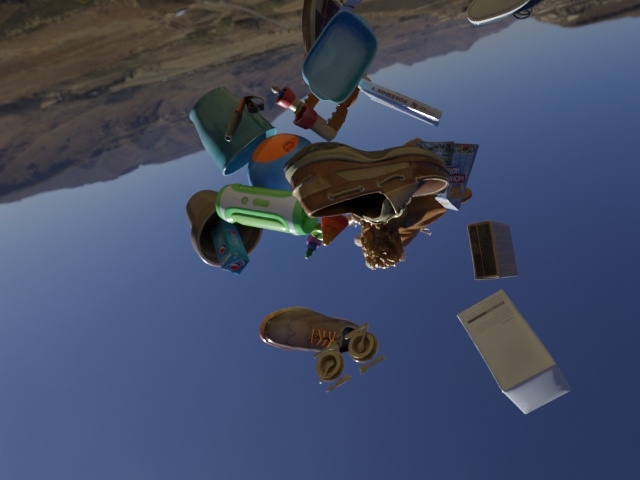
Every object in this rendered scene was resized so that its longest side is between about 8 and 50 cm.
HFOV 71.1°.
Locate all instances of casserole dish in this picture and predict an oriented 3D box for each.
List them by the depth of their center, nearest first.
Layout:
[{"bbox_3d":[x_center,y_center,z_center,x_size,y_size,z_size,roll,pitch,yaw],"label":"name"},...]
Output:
[{"bbox_3d":[0.035,-0.355,0.877,0.188,0.114,0.037,-58,-159,-9],"label":"casserole dish"}]

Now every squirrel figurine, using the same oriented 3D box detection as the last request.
[{"bbox_3d":[0.256,-0.080,1.538,0.397,0.281,0.370,-33,160,-30],"label":"squirrel figurine"}]

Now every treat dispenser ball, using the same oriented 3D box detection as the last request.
[{"bbox_3d":[-0.126,-0.251,1.664,0.288,0.288,0.288,-15,-160,6],"label":"treat dispenser ball"}]

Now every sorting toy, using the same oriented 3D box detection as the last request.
[{"bbox_3d":[0.000,0.000,1.847,0.126,0.127,0.365,-69,-170,-23],"label":"sorting toy"}]

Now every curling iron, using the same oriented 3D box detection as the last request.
[{"bbox_3d":[-0.203,-0.324,1.160,0.068,0.035,0.274,6,-145,4],"label":"curling iron"}]

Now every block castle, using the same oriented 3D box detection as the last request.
[{"bbox_3d":[-0.020,-0.596,1.723,0.303,0.212,0.453,-54,-152,15],"label":"block castle"}]

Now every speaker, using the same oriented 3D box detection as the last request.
[{"bbox_3d":[-0.159,-0.094,1.313,0.296,0.131,0.131,10,-149,26],"label":"speaker"}]

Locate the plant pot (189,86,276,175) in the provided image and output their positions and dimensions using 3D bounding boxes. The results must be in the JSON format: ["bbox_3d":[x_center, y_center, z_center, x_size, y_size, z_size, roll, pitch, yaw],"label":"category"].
[{"bbox_3d":[-0.352,-0.433,1.716,0.271,0.255,0.271,-41,-177,3],"label":"plant pot"}]

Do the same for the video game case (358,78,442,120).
[{"bbox_3d":[0.185,-0.307,1.013,0.183,0.023,0.201,25,-165,8],"label":"video game case"}]

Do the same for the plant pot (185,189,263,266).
[{"bbox_3d":[-0.372,-0.071,1.621,0.263,0.263,0.229,-27,-137,-26],"label":"plant pot"}]

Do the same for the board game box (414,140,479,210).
[{"bbox_3d":[0.355,-0.184,1.291,0.194,0.194,0.060,-5,-165,-27],"label":"board game box"}]

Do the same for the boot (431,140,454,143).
[{"bbox_3d":[0.428,-0.276,1.561,0.076,0.137,0.198,5,-168,24],"label":"boot"}]

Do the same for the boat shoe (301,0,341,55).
[{"bbox_3d":[0.009,-0.764,1.468,0.123,0.342,0.123,-5,-148,-12],"label":"boat shoe"}]

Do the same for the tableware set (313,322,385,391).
[{"bbox_3d":[0.067,0.314,1.228,0.194,0.039,0.128,-32,-135,5],"label":"tableware set"}]

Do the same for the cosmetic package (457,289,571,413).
[{"bbox_3d":[0.490,0.283,1.133,0.138,0.224,0.225,-34,-134,14],"label":"cosmetic package"}]

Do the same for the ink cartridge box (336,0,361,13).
[{"bbox_3d":[0.093,-0.923,1.666,0.150,0.109,0.063,-28,171,37],"label":"ink cartridge box"}]

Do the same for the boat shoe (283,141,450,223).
[{"bbox_3d":[0.092,-0.085,0.768,0.324,0.120,0.122,-4,159,-29],"label":"boat shoe"}]

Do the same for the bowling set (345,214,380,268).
[{"bbox_3d":[0.246,-0.038,1.942,0.200,0.287,0.154,-36,-172,-24],"label":"bowling set"}]

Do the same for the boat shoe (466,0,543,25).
[{"bbox_3d":[0.465,-0.570,1.033,0.254,0.095,0.079,-30,162,17],"label":"boat shoe"}]

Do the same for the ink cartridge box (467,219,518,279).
[{"bbox_3d":[0.601,0.036,1.556,0.088,0.193,0.234,-11,171,36],"label":"ink cartridge box"}]

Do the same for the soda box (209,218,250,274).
[{"bbox_3d":[-0.308,0.019,1.508,0.067,0.071,0.210,-49,-139,16],"label":"soda box"}]

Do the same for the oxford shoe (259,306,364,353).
[{"bbox_3d":[-0.004,0.275,1.344,0.363,0.130,0.132,9,177,-32],"label":"oxford shoe"}]
